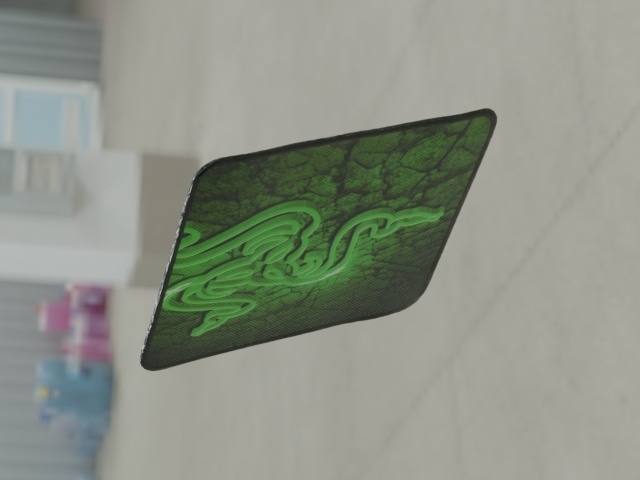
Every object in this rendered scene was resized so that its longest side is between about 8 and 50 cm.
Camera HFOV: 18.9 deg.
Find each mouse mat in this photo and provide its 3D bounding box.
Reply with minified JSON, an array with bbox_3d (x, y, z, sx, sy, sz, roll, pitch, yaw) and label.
[{"bbox_3d":[0.000,0.000,1.018,0.007,0.189,0.153,55,141,34],"label":"mouse mat"}]
